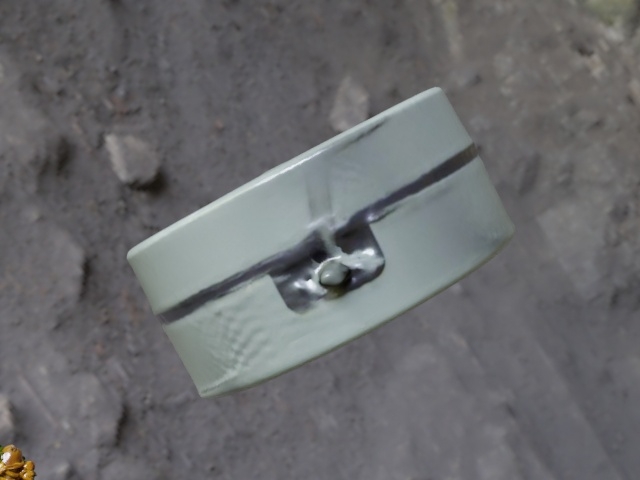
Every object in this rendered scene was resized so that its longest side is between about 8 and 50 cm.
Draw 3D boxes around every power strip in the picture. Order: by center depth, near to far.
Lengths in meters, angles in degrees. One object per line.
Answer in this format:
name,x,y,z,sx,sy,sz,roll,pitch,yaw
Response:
power strip,0.000,0.000,1.284,0.161,0.357,0.357,62,23,-2

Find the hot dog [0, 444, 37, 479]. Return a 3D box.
hot dog,-0.308,0.278,1.284,0.072,0.055,0.188,15,87,-54
